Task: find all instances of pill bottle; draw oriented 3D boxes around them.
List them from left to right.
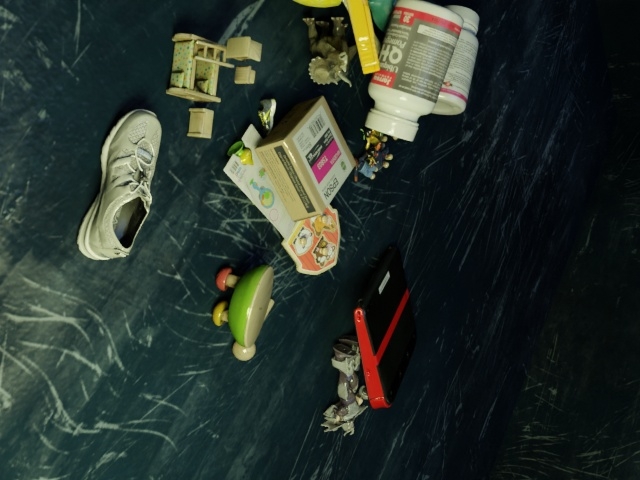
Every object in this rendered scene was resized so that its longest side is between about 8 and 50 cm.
[{"bbox_3d":[0.221,-0.417,1.672,0.176,0.176,0.319,2,110,-52],"label":"pill bottle"},{"bbox_3d":[0.373,-0.527,1.983,0.160,0.160,0.283,19,82,-52],"label":"pill bottle"}]

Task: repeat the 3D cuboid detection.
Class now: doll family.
[{"bbox_3d":[0.140,-0.248,1.812,0.111,0.076,0.193,15,88,-57],"label":"doll family"}]

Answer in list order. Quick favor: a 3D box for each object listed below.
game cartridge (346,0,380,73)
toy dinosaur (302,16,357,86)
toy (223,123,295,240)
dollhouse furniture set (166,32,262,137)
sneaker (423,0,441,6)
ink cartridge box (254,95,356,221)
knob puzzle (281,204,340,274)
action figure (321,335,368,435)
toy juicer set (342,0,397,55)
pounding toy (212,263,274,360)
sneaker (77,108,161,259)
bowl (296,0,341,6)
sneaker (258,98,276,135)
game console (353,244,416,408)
[{"bbox_3d":[0.079,-0.540,1.484,0.285,0.052,0.324,-83,159,-70],"label":"game cartridge"},{"bbox_3d":[0.024,-0.440,1.605,0.313,0.120,0.161,-54,145,-78],"label":"toy dinosaur"},{"bbox_3d":[-0.128,-0.125,1.497,0.237,0.056,0.137,52,50,-39],"label":"toy"},{"bbox_3d":[-0.207,-0.291,1.277,0.101,0.160,0.182,4,93,-52],"label":"dollhouse furniture set"},{"bbox_3d":[0.236,-0.581,1.872,0.106,0.101,0.267,39,67,-22],"label":"sneaker"},{"bbox_3d":[-0.027,-0.188,1.530,0.193,0.088,0.235,61,36,-24],"label":"ink cartridge box"},{"bbox_3d":[0.000,0.000,1.645,0.213,0.030,0.213,-14,108,-49],"label":"knob puzzle"},{"bbox_3d":[0.076,0.411,1.845,0.185,0.099,0.285,-28,122,-52],"label":"action figure"},{"bbox_3d":[0.204,-0.572,1.776,0.328,0.089,0.209,-21,107,-20],"label":"toy juicer set"},{"bbox_3d":[-0.180,0.142,1.474,0.237,0.110,0.183,94,13,-59],"label":"pounding toy"},{"bbox_3d":[-0.328,-0.095,1.197,0.105,0.115,0.282,22,80,-52],"label":"sneaker"},{"bbox_3d":[-0.065,-0.607,1.376,0.155,0.289,0.290,-16,117,-4],"label":"bowl"},{"bbox_3d":[-0.124,-0.275,1.503,0.035,0.031,0.083,5,103,-23],"label":"sneaker"},{"bbox_3d":[0.184,0.242,1.908,0.386,0.060,0.342,-53,132,-57],"label":"game console"}]
